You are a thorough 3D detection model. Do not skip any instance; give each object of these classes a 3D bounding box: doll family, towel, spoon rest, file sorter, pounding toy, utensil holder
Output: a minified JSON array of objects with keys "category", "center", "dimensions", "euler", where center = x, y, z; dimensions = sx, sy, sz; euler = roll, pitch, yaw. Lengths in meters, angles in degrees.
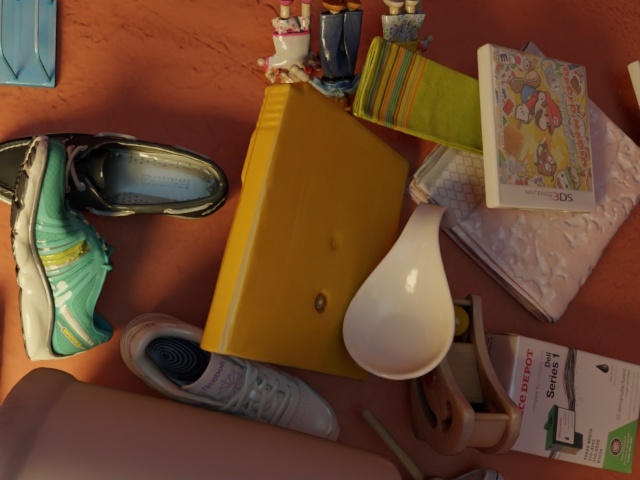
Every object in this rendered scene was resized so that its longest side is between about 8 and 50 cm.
[{"category":"doll family","center":[0.053,-0.245,0.837],"dimensions":[0.263,0.118,0.163],"euler":[-11,129,-15]},{"category":"towel","center":[0.153,-0.187,0.826],"dimensions":[0.237,0.021,0.102],"euler":[10,100,-32]},{"category":"spoon rest","center":[0.117,0.051,0.790],"dimensions":[0.137,0.084,0.276],"euler":[9,53,20]},{"category":"towel","center":[0.338,-0.095,0.950],"dimensions":[0.317,0.053,0.332],"euler":[42,76,-8]},{"category":"file sorter","center":[-0.414,-0.261,0.735],"dimensions":[0.170,0.104,0.118],"euler":[0,85,-16]},{"category":"pounding toy","center":[0.147,0.197,0.790],"dimensions":[0.154,0.154,0.270],"euler":[5,66,-15]},{"category":"utensil holder","center":[-0.141,0.332,0.614],"dimensions":[0.385,0.327,0.328],"euler":[16,80,-8]}]

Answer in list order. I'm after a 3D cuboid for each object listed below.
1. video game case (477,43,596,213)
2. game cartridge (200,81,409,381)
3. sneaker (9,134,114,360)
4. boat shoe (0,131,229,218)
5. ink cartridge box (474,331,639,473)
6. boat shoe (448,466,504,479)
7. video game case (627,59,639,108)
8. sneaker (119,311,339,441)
[{"category":"video game case","center":[0.315,-0.155,0.884],"dimensions":[0.206,0.026,0.227],"euler":[1,84,-30]},{"category":"game cartridge","center":[0.000,0.000,0.770],"dimensions":[0.285,0.052,0.324],"euler":[26,72,-50]},{"category":"sneaker","center":[-0.298,0.010,0.716],"dimensions":[0.110,0.107,0.275],"euler":[-6,116,-23]},{"category":"boat shoe","center":[-0.265,-0.085,0.763],"dimensions":[0.302,0.091,0.114],"euler":[0,84,-15]},{"category":"ink cartridge box","center":[0.341,0.234,0.894],"dimensions":[0.219,0.092,0.160],"euler":[14,80,-14]},{"category":"boat shoe","center":[0.149,0.365,0.832],"dimensions":[0.226,0.083,0.076],"euler":[-30,94,-15]},{"category":"video game case","center":[0.603,-0.211,1.028],"dimensions":[0.183,0.023,0.201],"euler":[-15,88,-30]},{"category":"sneaker","center":[-0.107,0.190,0.747],"dimensions":[0.305,0.152,0.114],"euler":[29,76,-12]}]
